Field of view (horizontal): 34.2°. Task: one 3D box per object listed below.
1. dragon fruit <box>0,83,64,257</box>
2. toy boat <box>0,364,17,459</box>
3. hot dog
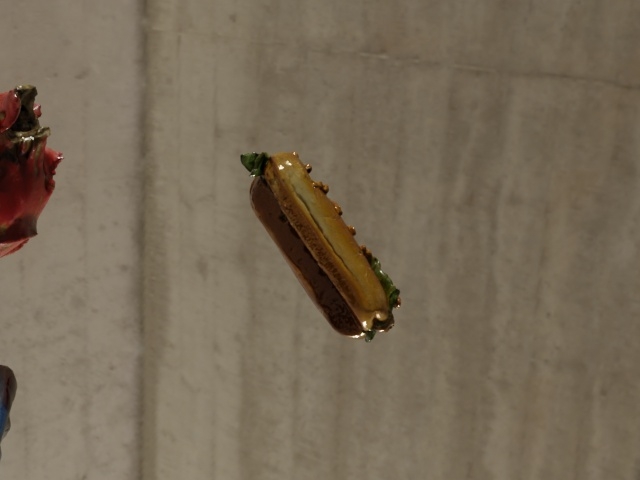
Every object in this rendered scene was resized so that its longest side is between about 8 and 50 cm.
[{"bbox_3d":[-0.356,-0.067,1.015,0.210,0.268,0.205,38,-145,-36],"label":"dragon fruit"},{"bbox_3d":[-0.300,0.145,0.639,0.129,0.309,0.142,58,-142,-27],"label":"toy boat"},{"bbox_3d":[0.000,0.000,0.866,0.055,0.072,0.188,-26,-102,-34],"label":"hot dog"}]
